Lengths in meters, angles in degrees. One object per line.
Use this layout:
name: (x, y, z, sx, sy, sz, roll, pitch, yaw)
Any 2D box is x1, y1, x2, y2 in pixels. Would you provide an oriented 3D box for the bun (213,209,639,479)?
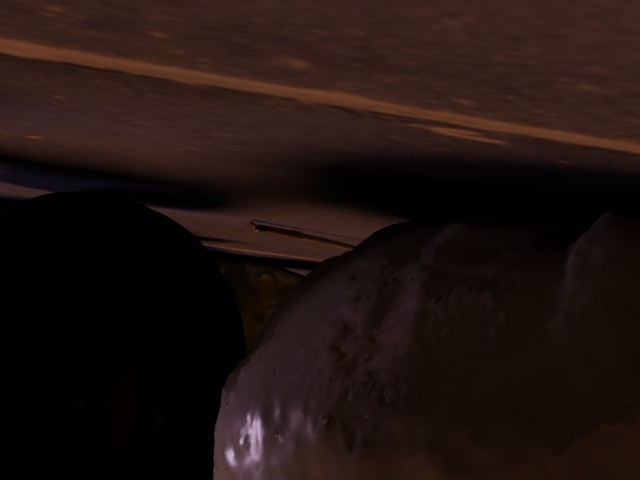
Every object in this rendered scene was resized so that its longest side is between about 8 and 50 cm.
bun: (0.121, 0.089, 0.587, 0.359, 0.211, 0.360, 9, 164, 3)

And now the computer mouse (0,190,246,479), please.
computer mouse: (-0.123, 0.058, 0.677, 0.170, 0.269, 0.100, 13, 130, -18)

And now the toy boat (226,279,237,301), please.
toy boat: (-0.206, 0.011, 0.999, 0.210, 0.070, 0.291, 7, 167, 24)

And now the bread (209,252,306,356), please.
bread: (-0.116, 0.094, 1.281, 0.333, 0.160, 0.333, 9, 175, 1)

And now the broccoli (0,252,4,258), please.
broccoli: (-0.264, 0.015, 0.611, 0.195, 0.156, 0.195, -27, -174, 3)

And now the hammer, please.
hammer: (0.000, 0.000, 0.853, 0.123, 0.014, 0.029, 13, 163, -36)
